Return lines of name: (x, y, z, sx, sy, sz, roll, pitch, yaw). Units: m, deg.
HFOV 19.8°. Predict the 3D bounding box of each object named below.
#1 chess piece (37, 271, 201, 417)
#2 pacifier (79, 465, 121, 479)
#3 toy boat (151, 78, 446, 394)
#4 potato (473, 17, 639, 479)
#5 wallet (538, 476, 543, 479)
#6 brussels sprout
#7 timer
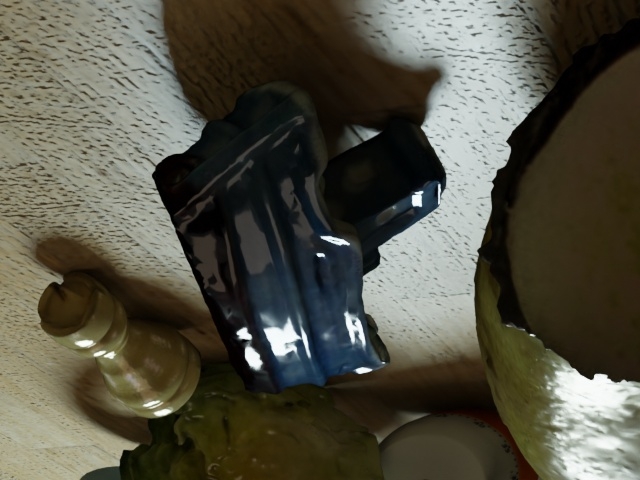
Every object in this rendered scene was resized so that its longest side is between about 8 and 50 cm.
chess piece: (-0.137, 0.067, 1.220, 0.066, 0.066, 0.122, -9, 149, 28)
pacifier: (-0.063, 0.275, 1.472, 0.287, 0.226, 0.238, 10, -168, -23)
toy boat: (0.000, 0.000, 0.976, 0.142, 0.129, 0.309, -26, 156, -4)
potato: (0.168, 0.031, 0.895, 0.229, 0.229, 0.266, 5, 160, -2)
wallet: (0.163, 0.202, 1.426, 0.061, 0.122, 0.025, -7, 113, 35)
brussels sprout: (-0.049, 0.164, 1.335, 0.181, 0.139, 0.100, 8, 164, -18)
timer: (0.105, 0.172, 1.381, 0.136, 0.099, 0.136, -11, -174, 1)
